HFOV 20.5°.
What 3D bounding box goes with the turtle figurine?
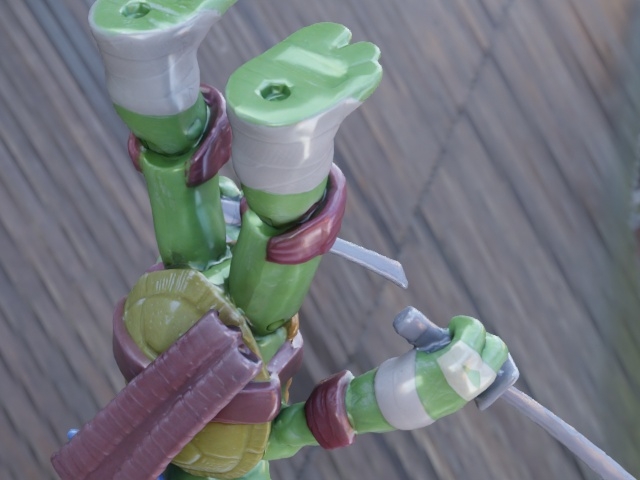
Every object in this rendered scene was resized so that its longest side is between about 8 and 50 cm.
[{"bbox_3d":[0.000,0.000,0.818,0.198,0.275,0.266,-105,-172,-49],"label":"turtle figurine"}]
